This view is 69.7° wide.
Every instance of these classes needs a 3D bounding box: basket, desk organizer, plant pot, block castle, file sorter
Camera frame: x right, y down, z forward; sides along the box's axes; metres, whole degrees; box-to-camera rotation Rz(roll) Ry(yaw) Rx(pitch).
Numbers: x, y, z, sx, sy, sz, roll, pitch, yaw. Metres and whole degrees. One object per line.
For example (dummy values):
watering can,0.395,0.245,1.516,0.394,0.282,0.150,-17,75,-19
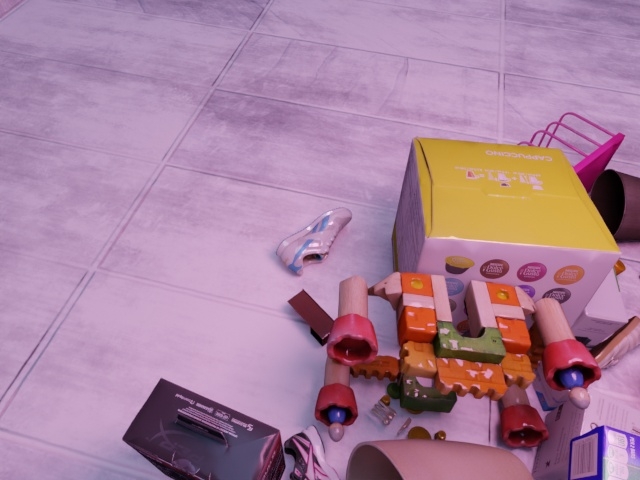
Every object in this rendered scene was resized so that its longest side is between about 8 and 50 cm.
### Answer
basket,0.877,-0.079,1.236,0.227,0.154,0.204,9,68,-1
desk organizer,-0.018,0.179,1.071,0.050,0.047,0.130,-35,61,-22
plant pot,0.222,0.449,0.774,0.274,0.256,0.256,-2,51,-23
block castle,0.228,0.247,0.850,0.453,0.303,0.212,7,41,-1
file sorter,0.647,-0.199,1.287,0.291,0.202,0.182,-32,57,-23

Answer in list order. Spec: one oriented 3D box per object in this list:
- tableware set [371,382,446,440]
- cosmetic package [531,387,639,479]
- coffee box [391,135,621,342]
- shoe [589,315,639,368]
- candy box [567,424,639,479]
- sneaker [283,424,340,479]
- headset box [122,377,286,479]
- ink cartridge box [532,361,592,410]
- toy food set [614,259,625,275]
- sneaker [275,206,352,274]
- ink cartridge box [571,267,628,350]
tableware set,0.188,0.368,0.951,0.154,0.024,0.104,34,52,23
cosmetic package,0.508,0.394,0.839,0.151,0.183,0.151,25,57,15
coffee box,0.349,0.010,1.002,0.338,0.334,0.338,5,44,2
shoe,0.664,0.242,1.027,0.219,0.076,0.058,-26,70,-24
candy box,0.520,0.445,0.624,0.317,0.122,0.268,17,59,9
sneaker,-0.017,0.442,0.855,0.077,0.072,0.178,-11,41,-23
headset box,-0.180,0.358,0.776,0.218,0.293,0.110,18,55,12
ink cartridge box,0.495,0.290,0.956,0.052,0.122,0.088,-5,53,-5
toy food set,0.636,0.042,1.166,0.232,0.104,0.111,36,44,2
sneaker,0.000,0.000,1.191,0.229,0.087,0.092,-36,69,-18
ink cartridge box,0.557,0.154,1.010,0.087,0.208,0.153,10,54,2
